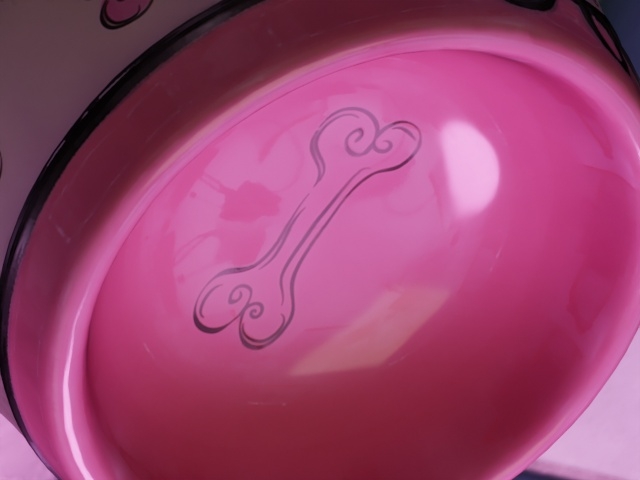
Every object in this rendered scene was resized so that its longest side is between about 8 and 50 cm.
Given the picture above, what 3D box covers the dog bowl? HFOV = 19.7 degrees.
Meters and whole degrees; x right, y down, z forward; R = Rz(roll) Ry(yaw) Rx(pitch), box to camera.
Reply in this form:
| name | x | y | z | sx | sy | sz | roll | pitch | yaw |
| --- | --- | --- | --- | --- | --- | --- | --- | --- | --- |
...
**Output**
| name | x | y | z | sx | sy | sz | roll | pitch | yaw |
| --- | --- | --- | --- | --- | --- | --- | --- | --- | --- |
| dog bowl | 0.000 | 0.000 | 0.958 | 0.408 | 0.150 | 0.408 | -15 | 131 | -18 |
